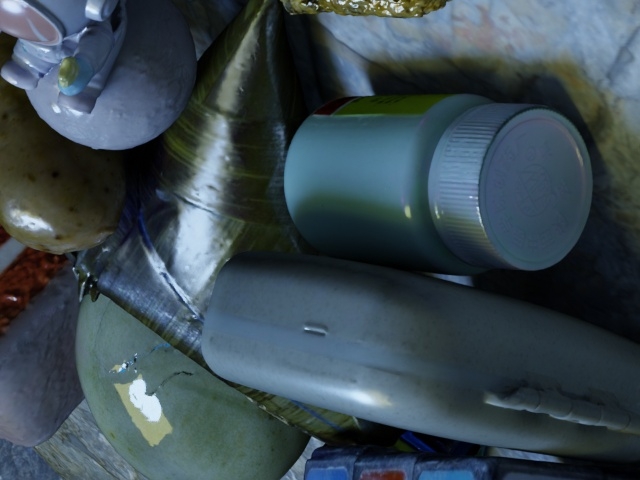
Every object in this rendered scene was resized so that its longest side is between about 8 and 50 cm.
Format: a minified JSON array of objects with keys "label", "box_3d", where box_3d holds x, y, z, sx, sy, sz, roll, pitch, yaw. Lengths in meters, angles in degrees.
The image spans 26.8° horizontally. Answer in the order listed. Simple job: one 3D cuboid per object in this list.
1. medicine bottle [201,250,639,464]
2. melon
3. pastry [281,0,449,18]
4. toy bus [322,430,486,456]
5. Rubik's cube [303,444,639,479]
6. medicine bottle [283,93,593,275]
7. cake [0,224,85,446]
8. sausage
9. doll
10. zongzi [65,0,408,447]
[{"label":"medicine bottle","box_3d":[0.100,0.097,1.094,0.282,0.122,0.375,7,174,44]},{"label":"melon","box_3d":[-0.141,0.133,1.526,0.268,0.268,0.330,1,125,55]},{"label":"pastry","box_3d":[0.036,-0.187,0.956,0.140,0.080,0.056,12,131,48]},{"label":"toy bus","box_3d":[0.089,0.280,1.541,0.138,0.175,0.287,33,154,19]},{"label":"Rubik's cube","box_3d":[0.191,0.373,1.195,0.362,0.363,0.359,14,167,-23]},{"label":"medicine bottle","box_3d":[0.086,-0.045,1.044,0.225,0.139,0.139,7,139,52]},{"label":"cake","box_3d":[-0.411,0.092,1.818,0.237,0.309,0.230,26,154,25]},{"label":"sausage","box_3d":[-0.300,-0.191,1.252,0.500,0.136,0.123,59,-173,29]},{"label":"doll","box_3d":[-0.182,-0.166,1.006,0.151,0.151,0.287,35,173,15]},{"label":"zongzi","box_3d":[0.000,0.000,1.230,0.403,0.207,0.432,38,140,-7]}]
